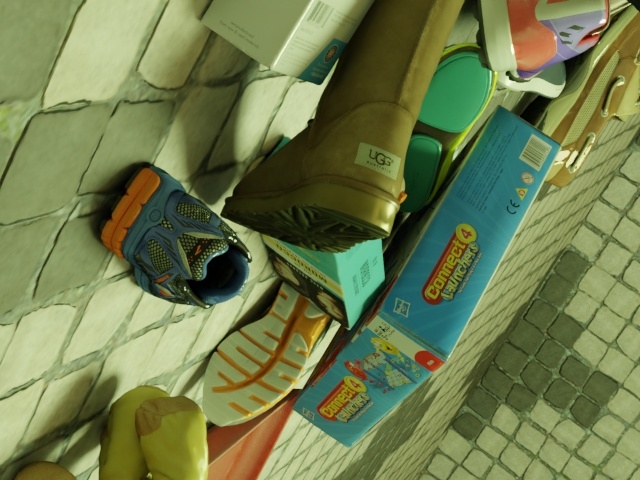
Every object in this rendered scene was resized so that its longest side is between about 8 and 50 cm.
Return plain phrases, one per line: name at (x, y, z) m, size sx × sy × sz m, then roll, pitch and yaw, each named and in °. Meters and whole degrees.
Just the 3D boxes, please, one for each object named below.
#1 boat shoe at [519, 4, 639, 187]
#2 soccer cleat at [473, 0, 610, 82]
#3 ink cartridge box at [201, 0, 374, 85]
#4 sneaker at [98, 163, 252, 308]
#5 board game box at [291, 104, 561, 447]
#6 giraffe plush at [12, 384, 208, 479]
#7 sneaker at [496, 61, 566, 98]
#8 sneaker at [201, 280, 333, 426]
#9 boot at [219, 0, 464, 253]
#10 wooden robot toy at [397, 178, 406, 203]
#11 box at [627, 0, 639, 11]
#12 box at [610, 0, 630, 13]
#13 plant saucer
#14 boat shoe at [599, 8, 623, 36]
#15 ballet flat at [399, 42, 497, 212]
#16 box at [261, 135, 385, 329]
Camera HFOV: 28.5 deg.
boat shoe at (0.399, -0.218, 1.811) m, size 0.324 × 0.120 × 0.122 m, roll -52°, pitch -171°, yaw 4°
soccer cleat at (0.225, -0.210, 1.210) m, size 0.318 × 0.116 × 0.109 m, roll -26°, pitch 109°, yaw -72°
ink cartridge box at (0.009, -0.196, 0.818) m, size 0.180 × 0.060 × 0.104 m, roll -58°, pitch 164°, yaw 10°
sneaker at (-0.091, 0.018, 0.925) m, size 0.083 × 0.087 × 0.221 m, roll -54°, pitch 165°, yaw -2°
board game box at (0.114, 0.046, 1.409) m, size 0.308 × 0.086 × 0.302 m, roll -57°, pitch -178°, yaw -32°
giraffe plush at (-0.183, 0.230, 1.007) m, size 0.170 × 0.210 × 0.181 m, roll -5°, pitch 152°, yaw -27°
sneaker at (0.276, -0.254, 1.472) m, size 0.163 × 0.086 × 0.226 m, roll -57°, pitch 164°, yaw 18°
sneaker at (-0.043, 0.111, 1.290) m, size 0.215 × 0.084 × 0.083 m, roll -48°, pitch 169°, yaw -28°
boot at (0.034, -0.129, 0.939) m, size 0.236 × 0.089 × 0.269 m, roll -4°, pitch -115°, yaw 62°
wooden robot toy at (0.048, -0.054, 1.212) m, size 0.076 × 0.079 × 0.173 m, roll -60°, pitch 164°, yaw 18°
box at (0.360, -0.416, 0.984) m, size 0.395 × 0.212 × 0.293 m, roll -50°, pitch -176°, yaw -17°
box at (0.351, -0.344, 1.317) m, size 0.127 × 0.149 × 0.232 m, roll -25°, pitch -176°, yaw 33°
plant saucer at (-0.145, 0.299, 1.449) m, size 0.258 × 0.047 × 0.259 m, roll -32°, pitch 152°, yaw -55°
boat shoe at (0.391, -0.332, 1.737) m, size 0.135 × 0.045 × 0.050 m, roll -48°, pitch 138°, yaw -3°
ballet flat at (0.122, -0.130, 1.320) m, size 0.077 × 0.077 × 0.231 m, roll -70°, pitch -178°, yaw -48°
box at (0.000, 0.000, 1.143) m, size 0.060 × 0.100 × 0.244 m, roll -50°, pitch 164°, yaw -12°
